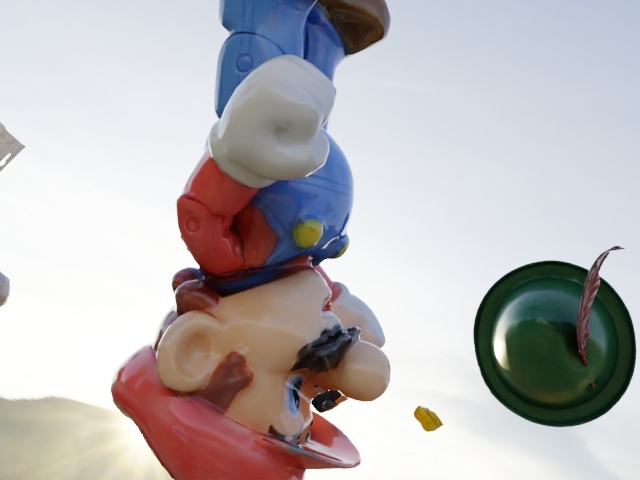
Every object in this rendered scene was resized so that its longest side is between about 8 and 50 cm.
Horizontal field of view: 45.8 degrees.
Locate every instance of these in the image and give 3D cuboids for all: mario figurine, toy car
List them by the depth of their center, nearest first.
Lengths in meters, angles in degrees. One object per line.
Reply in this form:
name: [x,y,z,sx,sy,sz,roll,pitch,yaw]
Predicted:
mario figurine: [0.000,0.000,0.422,0.198,0.321,0.170,10,-3,-38]
toy car: [0.044,0.141,0.641,0.122,0.060,0.040,34,4,31]

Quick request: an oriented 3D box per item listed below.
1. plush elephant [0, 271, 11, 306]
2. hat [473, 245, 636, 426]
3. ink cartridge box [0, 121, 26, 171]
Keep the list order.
plush elephant: [-0.320,0.043,0.462,0.272,0.330,0.255,38,-15,37]
hat: [0.215,0.105,0.744,0.173,0.209,0.183,-2,3,25]
ink cartridge box: [-0.361,-0.110,0.772,0.029,0.063,0.115,38,-9,25]
